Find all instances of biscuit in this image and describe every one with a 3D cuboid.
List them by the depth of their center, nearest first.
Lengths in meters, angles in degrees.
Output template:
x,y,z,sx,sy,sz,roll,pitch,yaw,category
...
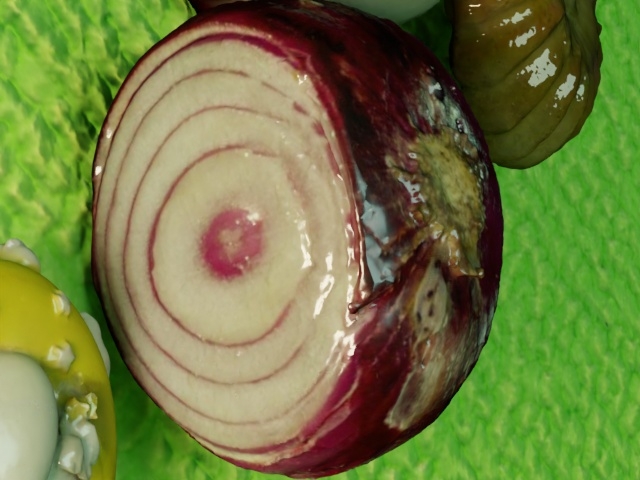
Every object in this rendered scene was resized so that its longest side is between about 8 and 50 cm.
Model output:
x,y,z,sx,sy,sz,roll,pitch,yaw,category
0.185,-0.222,1.727,0.326,0.107,0.325,-4,90,-74,biscuit

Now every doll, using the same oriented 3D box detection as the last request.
x,y,z,sx,sy,sz,roll,pitch,yaw,category
-0.211,0.119,1.225,0.237,0.111,0.252,47,46,-56,doll

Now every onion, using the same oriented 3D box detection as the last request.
x,y,z,sx,sy,sz,roll,pitch,yaw,category
0.000,0.000,1.394,0.260,0.282,0.336,1,68,-54,onion

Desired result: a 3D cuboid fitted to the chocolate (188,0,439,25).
x,y,z,sx,sy,sz,roll,pitch,yaw,category
0.015,-0.271,1.529,0.283,0.186,0.283,15,70,-50,chocolate
